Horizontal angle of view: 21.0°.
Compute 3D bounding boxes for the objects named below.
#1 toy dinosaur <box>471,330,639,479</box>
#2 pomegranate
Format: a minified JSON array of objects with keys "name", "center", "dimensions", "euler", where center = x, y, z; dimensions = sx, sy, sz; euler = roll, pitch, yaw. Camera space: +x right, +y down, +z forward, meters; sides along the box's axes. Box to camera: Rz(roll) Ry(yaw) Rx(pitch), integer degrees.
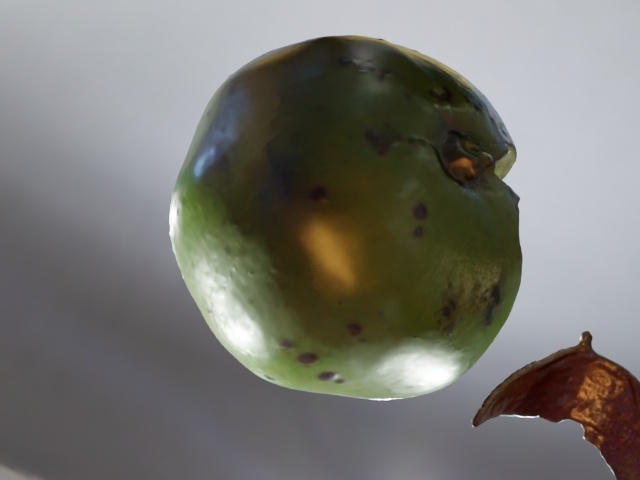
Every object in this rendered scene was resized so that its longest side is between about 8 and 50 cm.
[{"name":"toy dinosaur","center":[0.324,0.188,1.517],"dimensions":[0.327,0.206,0.113],"euler":[43,-166,9]},{"name":"pomegranate","center":[0.000,0.000,1.110],"dimensions":[0.236,0.236,0.302],"euler":[24,151,-20]}]
